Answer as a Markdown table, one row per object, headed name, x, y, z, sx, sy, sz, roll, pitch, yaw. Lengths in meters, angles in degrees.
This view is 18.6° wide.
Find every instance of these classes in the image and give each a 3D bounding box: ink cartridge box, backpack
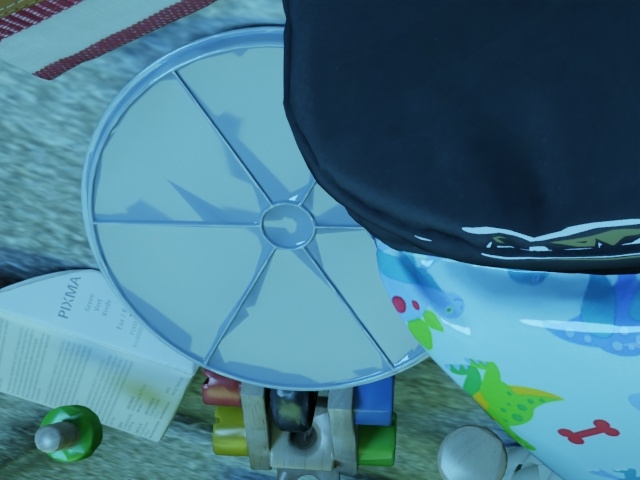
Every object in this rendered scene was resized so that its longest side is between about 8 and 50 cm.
| name | x | y | z | sx | sy | sz | roll | pitch | yaw |
| --- | --- | --- | --- | --- | --- | --- | --- | --- | --- |
| ink cartridge box | -0.193 | 0.059 | 1.288 | 0.225 | 0.056 | 0.181 | 20 | 158 | -5 |
| backpack | 0.190 | 0.008 | 0.734 | 0.290 | 0.273 | 0.355 | -8 | 163 | 28 |

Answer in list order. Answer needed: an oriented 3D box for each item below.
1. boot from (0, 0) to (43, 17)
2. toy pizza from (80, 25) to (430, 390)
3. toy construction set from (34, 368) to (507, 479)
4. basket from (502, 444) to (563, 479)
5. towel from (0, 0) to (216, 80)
| name | x | y | z | sx | sy | sz | roll | pitch | yaw |
| --- | --- | --- | --- | --- | --- | --- | --- | --- | --- |
| boot | -0.095 | -0.146 | 0.594 | 0.284 | 0.109 | 0.220 | -5 | 147 | 14 |
| toy pizza | -0.014 | -0.014 | 0.929 | 0.201 | 0.032 | 0.201 | 4 | 122 | 6 |
| toy construction set | 0.026 | 0.169 | 1.239 | 0.309 | 0.257 | 0.237 | -24 | 174 | 6 |
| basket | 0.217 | 0.262 | 1.348 | 0.289 | 0.201 | 0.255 | 32 | 152 | -18 |
| towel | -0.172 | -0.169 | 0.739 | 0.329 | 0.037 | 0.237 | 26 | 152 | -34 |
